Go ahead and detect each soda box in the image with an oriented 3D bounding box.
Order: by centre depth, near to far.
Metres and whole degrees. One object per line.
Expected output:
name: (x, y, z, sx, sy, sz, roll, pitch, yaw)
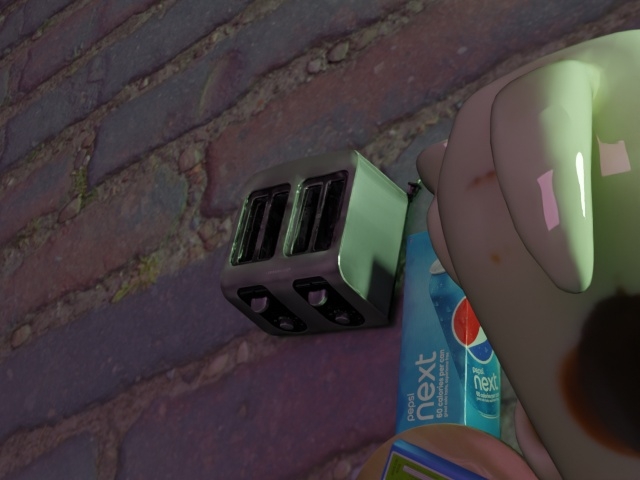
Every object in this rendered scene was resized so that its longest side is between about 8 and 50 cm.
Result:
soda box: (0.120, 0.090, 0.853, 0.071, 0.067, 0.210, -16, 53, 33)

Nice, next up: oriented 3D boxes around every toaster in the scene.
toaster: (0.000, 0.000, 0.990, 0.168, 0.110, 0.186, -9, 56, 36)

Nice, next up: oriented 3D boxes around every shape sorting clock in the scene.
shape sorting clock: (0.103, 0.251, 0.743, 0.206, 0.040, 0.206, -10, 72, 34)

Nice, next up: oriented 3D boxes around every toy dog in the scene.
toy dog: (0.238, 0.089, 0.545, 0.284, 0.395, 0.408, -19, 83, 14)
